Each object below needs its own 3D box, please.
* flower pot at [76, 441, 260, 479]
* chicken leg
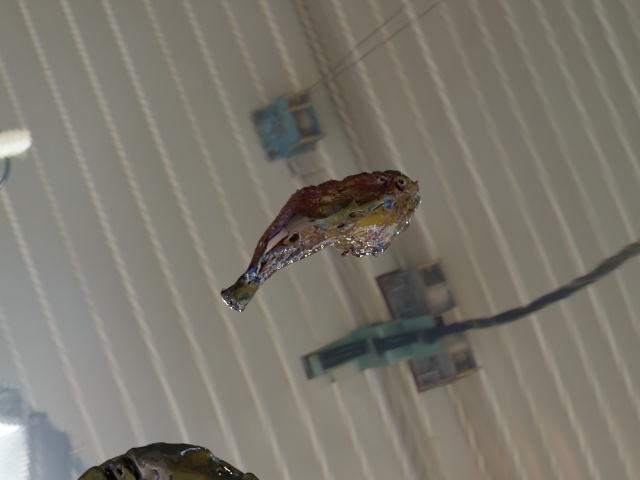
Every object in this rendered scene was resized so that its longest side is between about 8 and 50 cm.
[{"bbox_3d":[-0.077,0.171,0.688,0.157,0.107,0.157,8,-127,-10],"label":"flower pot"},{"bbox_3d":[-0.001,-0.004,0.918,0.145,0.037,0.062,-21,-67,-9],"label":"chicken leg"}]
